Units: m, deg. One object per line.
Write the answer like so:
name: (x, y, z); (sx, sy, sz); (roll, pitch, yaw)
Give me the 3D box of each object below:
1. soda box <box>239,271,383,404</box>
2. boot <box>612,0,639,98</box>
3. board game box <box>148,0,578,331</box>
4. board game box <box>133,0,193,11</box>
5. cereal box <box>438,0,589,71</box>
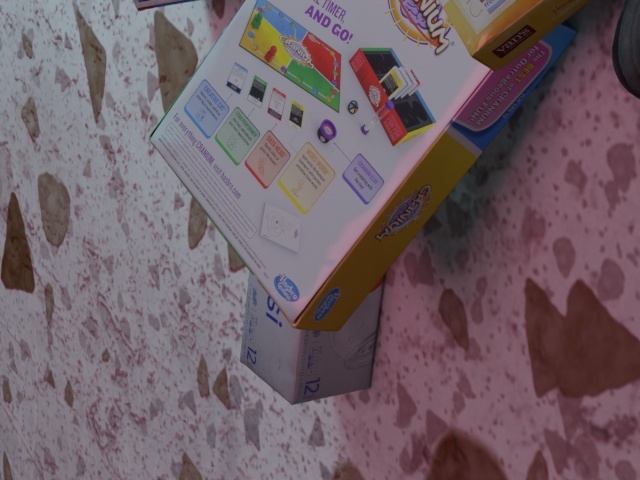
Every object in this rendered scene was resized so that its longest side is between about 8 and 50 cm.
soda box: (0.000, 0.000, 1.420); (0.098, 0.091, 0.286); (34, 124, 49)
boot: (0.279, -0.222, 0.892); (0.338, 0.118, 0.223); (-58, 15, 11)
board game box: (0.022, -0.122, 1.255); (0.316, 0.064, 0.242); (-52, 57, 21)
board game box: (-0.132, -0.382, 1.458); (0.302, 0.086, 0.308); (6, 122, 57)
cereal box: (0.132, -0.266, 1.125); (0.173, 0.047, 0.240); (-37, 61, 22)
